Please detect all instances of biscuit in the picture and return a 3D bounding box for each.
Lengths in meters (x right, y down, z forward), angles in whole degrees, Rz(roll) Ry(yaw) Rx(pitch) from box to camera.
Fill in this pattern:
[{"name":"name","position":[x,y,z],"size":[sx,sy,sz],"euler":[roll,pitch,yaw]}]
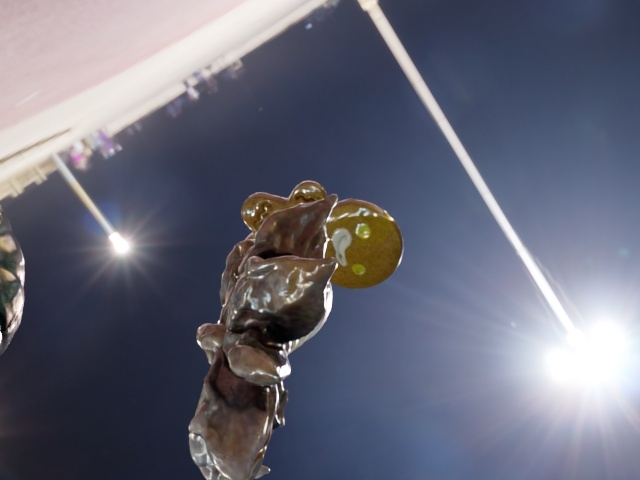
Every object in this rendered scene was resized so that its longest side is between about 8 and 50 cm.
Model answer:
[{"name":"biscuit","position":[0.000,0.000,1.184],"size":[0.236,0.179,0.039],"euler":[6,-150,7]}]

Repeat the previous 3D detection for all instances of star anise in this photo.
[{"name":"star anise","position":[-0.049,0.085,0.591],"size":[0.230,0.081,0.262],"euler":[-89,-166,-45]}]

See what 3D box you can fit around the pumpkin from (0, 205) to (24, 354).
[{"name":"pumpkin","position":[-0.450,0.032,0.826],"size":[0.238,0.315,0.315],"euler":[-22,-165,12]}]

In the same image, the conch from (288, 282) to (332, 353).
[{"name":"conch","position":[-0.062,0.105,1.390],"size":[0.149,0.183,0.275],"euler":[-35,-155,44]}]
